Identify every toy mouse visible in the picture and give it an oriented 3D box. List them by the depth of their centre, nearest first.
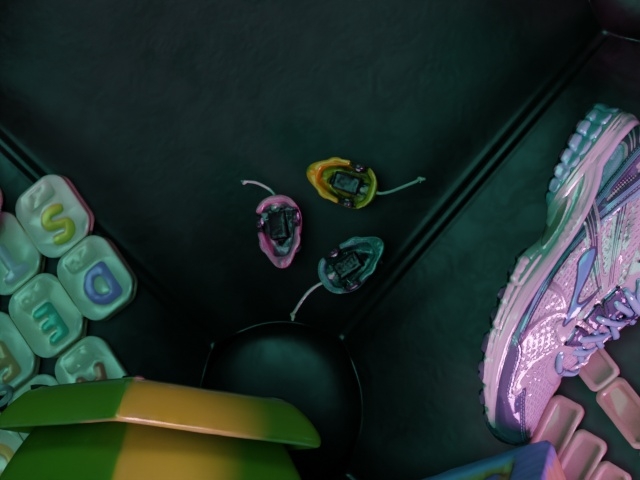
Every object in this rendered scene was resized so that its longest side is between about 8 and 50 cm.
[{"bbox_3d":[0.000,0.000,1.686,0.161,0.031,0.143,14,90,17],"label":"toy mouse"}]

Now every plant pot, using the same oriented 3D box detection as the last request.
[{"bbox_3d":[-0.137,0.222,1.581,0.227,0.228,0.207,-10,72,53],"label":"plant pot"}]

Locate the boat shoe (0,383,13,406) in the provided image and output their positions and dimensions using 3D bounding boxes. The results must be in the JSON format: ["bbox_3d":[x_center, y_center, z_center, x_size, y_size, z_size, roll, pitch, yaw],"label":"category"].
[{"bbox_3d":[-0.346,0.122,1.716,0.156,0.136,0.367,12,80,14],"label":"boat shoe"}]

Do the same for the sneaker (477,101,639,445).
[{"bbox_3d":[0.215,0.037,1.572,0.122,0.110,0.283,22,90,18],"label":"sneaker"}]

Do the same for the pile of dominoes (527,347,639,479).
[{"bbox_3d":[0.278,0.165,1.601,0.196,0.040,0.251,-40,68,11],"label":"pile of dominoes"}]

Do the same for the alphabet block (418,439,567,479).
[{"bbox_3d":[0.119,0.294,1.520,0.192,0.193,0.197,-21,98,18],"label":"alphabet block"}]

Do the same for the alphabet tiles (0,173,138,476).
[{"bbox_3d":[-0.304,0.073,1.776,0.284,0.021,0.278,-38,77,10],"label":"alphabet tiles"}]
